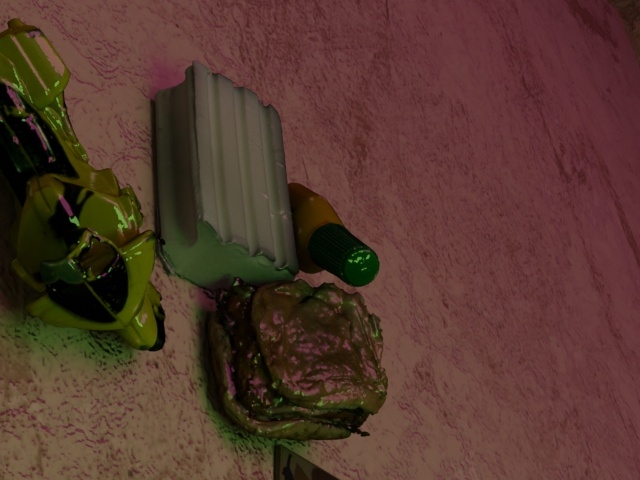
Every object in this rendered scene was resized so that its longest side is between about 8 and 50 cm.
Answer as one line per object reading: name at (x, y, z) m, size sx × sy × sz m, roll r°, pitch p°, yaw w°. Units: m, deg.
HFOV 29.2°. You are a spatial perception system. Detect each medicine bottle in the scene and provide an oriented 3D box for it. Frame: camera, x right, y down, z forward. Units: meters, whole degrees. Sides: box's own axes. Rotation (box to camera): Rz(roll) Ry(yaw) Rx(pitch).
medicine bottle at (0.000, 0.000, 1.415) m, size 0.064 × 0.095 × 0.260 m, roll 3°, pitch 12°, yaw -20°

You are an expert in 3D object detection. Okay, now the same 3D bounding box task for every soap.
soap at (-0.113, -0.062, 1.417) m, size 0.150 × 0.094 × 0.261 m, roll 27°, pitch 43°, yaw -37°

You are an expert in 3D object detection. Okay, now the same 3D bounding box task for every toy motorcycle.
toy motorcycle at (-0.246, -0.040, 1.132) m, size 0.342 × 0.142 × 0.206 m, roll 59°, pitch -10°, yaw 1°

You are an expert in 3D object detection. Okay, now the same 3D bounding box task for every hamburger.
hamburger at (-0.031, 0.140, 1.343) m, size 0.206 × 0.130 × 0.183 m, roll 9°, pitch 51°, yaw -33°

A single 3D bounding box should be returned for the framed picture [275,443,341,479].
framed picture at (0.020, 0.321, 1.341) m, size 0.201 × 0.010 × 0.136 m, roll 37°, pitch 35°, yaw -34°
